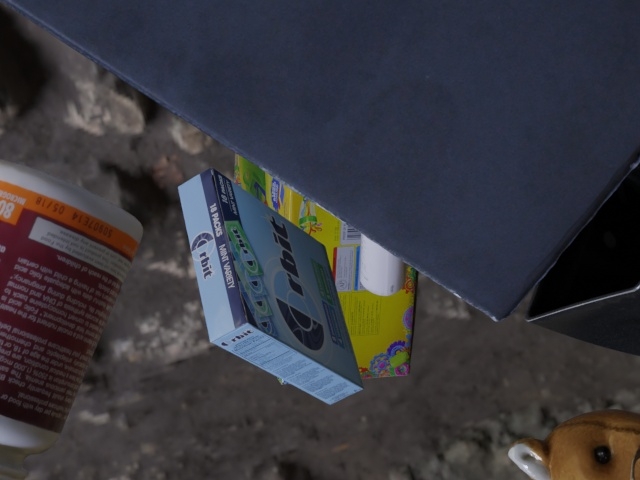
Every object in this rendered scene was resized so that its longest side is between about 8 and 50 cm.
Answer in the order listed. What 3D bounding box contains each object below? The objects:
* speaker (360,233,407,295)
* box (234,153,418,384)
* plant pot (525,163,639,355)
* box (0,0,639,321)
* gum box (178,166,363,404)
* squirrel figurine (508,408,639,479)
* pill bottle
[{"bbox_3d":[0.071,0.001,1.409,0.055,0.055,0.136,-15,144,-10],"label":"speaker"},{"bbox_3d":[0.000,0.000,1.684,0.177,0.290,0.279,-2,-163,-17],"label":"box"},{"bbox_3d":[0.319,0.012,1.114,0.167,0.188,0.187,28,160,-13],"label":"plant pot"},{"bbox_3d":[0.001,-0.249,1.035,0.480,0.472,0.297,32,103,-17],"label":"box"},{"bbox_3d":[-0.041,0.043,1.103,0.041,0.157,0.184,-28,146,20],"label":"gum box"},{"bbox_3d":[0.309,0.388,1.397,0.281,0.370,0.397,-4,155,-33],"label":"squirrel figurine"},{"bbox_3d":[-0.385,0.119,1.524,0.224,0.392,0.224,21,170,4],"label":"pill bottle"}]
